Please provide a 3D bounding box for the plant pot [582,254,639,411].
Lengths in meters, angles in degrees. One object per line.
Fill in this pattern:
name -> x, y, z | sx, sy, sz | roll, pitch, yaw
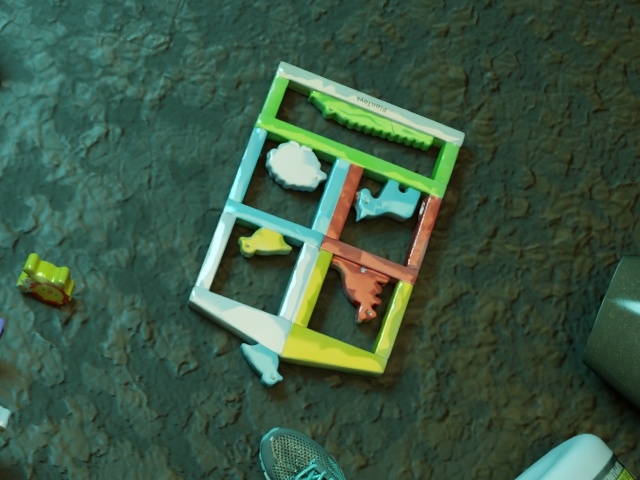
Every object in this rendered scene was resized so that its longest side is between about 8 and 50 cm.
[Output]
plant pot -> 0.365, 0.103, 1.768 | 0.230, 0.215, 0.215 | 22, 74, 11

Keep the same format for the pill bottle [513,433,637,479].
pill bottle -> 0.273, 0.348, 1.687 | 0.188, 0.188, 0.334 | -39, 87, -16

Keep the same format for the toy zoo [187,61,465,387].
toy zoo -> 0.000, 0.000, 1.802 | 0.192, 0.030, 0.293 | 21, 75, -5

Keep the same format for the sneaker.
sneaker -> 0.011, 0.231, 1.726 | 0.065, 0.076, 0.166 | -40, 86, -17

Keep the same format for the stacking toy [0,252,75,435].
stacking toy -> -0.340, 0.060, 1.687 | 0.221, 0.052, 0.167 | 25, 58, -11
